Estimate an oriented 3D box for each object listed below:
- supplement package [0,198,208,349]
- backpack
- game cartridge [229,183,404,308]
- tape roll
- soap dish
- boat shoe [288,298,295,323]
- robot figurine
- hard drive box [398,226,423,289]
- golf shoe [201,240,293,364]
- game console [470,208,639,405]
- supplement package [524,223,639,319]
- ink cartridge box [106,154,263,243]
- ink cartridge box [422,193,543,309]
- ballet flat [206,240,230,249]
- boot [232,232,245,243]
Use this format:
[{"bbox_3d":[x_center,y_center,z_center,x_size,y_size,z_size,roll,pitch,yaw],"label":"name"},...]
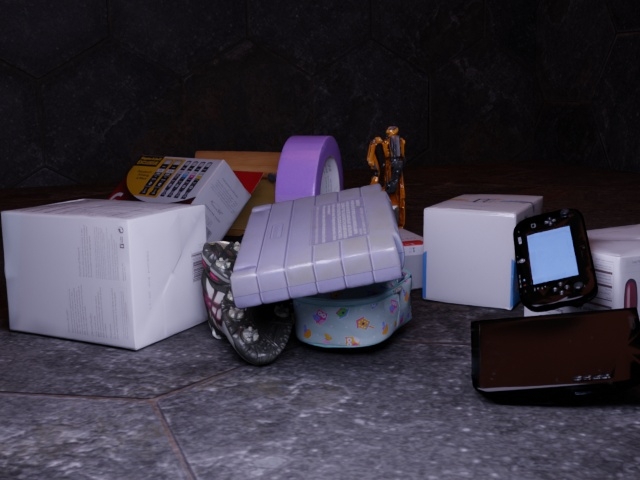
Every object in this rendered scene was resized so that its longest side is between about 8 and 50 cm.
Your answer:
[{"bbox_3d":[-0.345,0.043,1.407,0.262,0.199,0.198,4,11,27],"label":"supplement package"},{"bbox_3d":[0.044,0.087,1.303,0.165,0.145,0.188,4,21,22],"label":"backpack"},{"bbox_3d":[0.000,0.000,1.264,0.230,0.068,0.355,-6,17,3],"label":"game cartridge"},{"bbox_3d":[-0.020,-0.096,1.931,0.090,0.275,0.275,2,11,14],"label":"tape roll"},{"bbox_3d":[-0.186,-0.115,2.244,0.290,0.229,0.118,3,28,21],"label":"soap dish"},{"bbox_3d":[-0.152,0.079,1.492,0.305,0.091,0.109,6,12,34],"label":"boat shoe"},{"bbox_3d":[0.149,-0.110,1.952,0.085,0.291,0.211,-1,10,1],"label":"robot figurine"},{"bbox_3d":[0.109,0.035,1.722,0.181,0.089,0.232,-5,11,-16],"label":"hard drive box"},{"bbox_3d":[-0.116,0.113,1.315,0.105,0.120,0.273,2,31,-21],"label":"golf shoe"},{"bbox_3d":[0.307,0.077,1.171,0.213,0.044,0.361,-7,37,13],"label":"game console"},{"bbox_3d":[0.485,0.067,1.352,0.261,0.145,0.204,-7,11,-26],"label":"supplement package"},{"bbox_3d":[-0.329,-0.107,2.036,0.309,0.130,0.272,8,55,41],"label":"ink cartridge box"},{"bbox_3d":[0.305,0.012,1.601,0.168,0.171,0.232,4,11,26],"label":"ink cartridge box"},{"bbox_3d":[-0.142,0.042,1.583,0.240,0.091,0.077,14,51,3],"label":"ballet flat"},{"bbox_3d":[-0.229,0.033,1.740,0.207,0.094,0.246,4,17,6],"label":"boot"}]
